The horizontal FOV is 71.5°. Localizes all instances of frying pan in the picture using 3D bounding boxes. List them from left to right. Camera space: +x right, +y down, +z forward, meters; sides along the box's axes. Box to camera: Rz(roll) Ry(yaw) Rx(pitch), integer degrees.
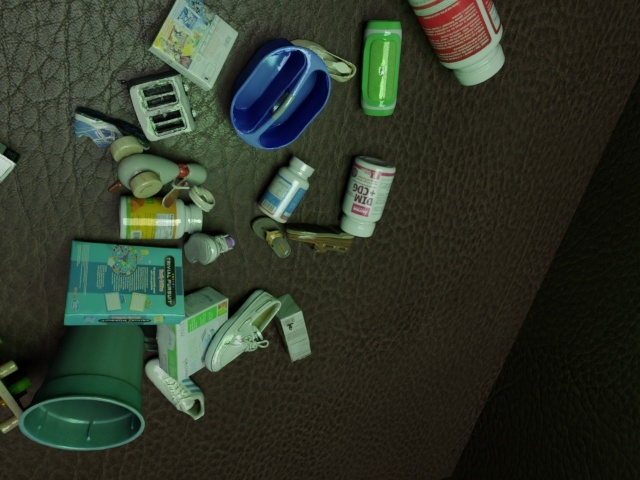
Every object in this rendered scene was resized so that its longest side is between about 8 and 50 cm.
[{"bbox_3d":[-0.663,0.332,1.631,0.326,0.053,0.197,-5,118,-22],"label":"frying pan"}]

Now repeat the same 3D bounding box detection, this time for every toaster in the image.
[{"bbox_3d":[-0.467,-0.396,1.298,0.185,0.110,0.168,-20,122,-16],"label":"toaster"}]

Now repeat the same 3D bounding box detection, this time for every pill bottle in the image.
[{"bbox_3d":[-0.514,-0.073,1.433,0.245,0.136,0.136,0,116,-27],"label":"pill bottle"},{"bbox_3d":[-0.117,-0.184,1.578,0.124,0.124,0.221,28,102,-35],"label":"pill bottle"},{"bbox_3d":[0.174,-0.168,1.708,0.160,0.160,0.283,2,115,-27],"label":"pill bottle"},{"bbox_3d":[0.470,-0.742,1.504,0.229,0.229,0.407,-44,126,1],"label":"pill bottle"}]

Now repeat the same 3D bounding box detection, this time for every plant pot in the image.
[{"bbox_3d":[-0.728,0.444,1.448,0.341,0.334,0.341,-5,133,-5],"label":"plant pot"}]

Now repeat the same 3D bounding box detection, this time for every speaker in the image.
[{"bbox_3d":[0.205,-0.587,1.520,0.131,0.131,0.296,-11,120,-21],"label":"speaker"}]

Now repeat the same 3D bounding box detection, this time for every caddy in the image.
[{"bbox_3d":[-0.128,-0.441,1.361,0.241,0.179,0.341,29,116,-35],"label":"caddy"}]

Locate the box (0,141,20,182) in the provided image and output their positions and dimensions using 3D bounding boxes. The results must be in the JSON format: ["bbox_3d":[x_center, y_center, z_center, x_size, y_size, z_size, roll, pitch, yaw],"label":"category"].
[{"bbox_3d":[-0.972,-0.240,1.145,0.169,0.087,0.290,-47,126,3],"label":"box"}]

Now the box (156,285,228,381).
[{"bbox_3d":[-0.469,0.337,1.634,0.231,0.127,0.262,-25,130,-49],"label":"box"}]

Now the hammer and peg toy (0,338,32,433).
[{"bbox_3d":[-1.019,0.397,1.379,0.127,0.266,0.361,-33,128,-35],"label":"hammer and peg toy"}]

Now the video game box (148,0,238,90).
[{"bbox_3d":[-0.353,-0.562,1.252,0.187,0.048,0.205,32,71,-37],"label":"video game box"}]

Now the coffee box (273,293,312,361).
[{"bbox_3d":[-0.125,0.367,1.864,0.098,0.141,0.246,-22,125,-16],"label":"coffee box"}]

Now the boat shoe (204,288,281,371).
[{"bbox_3d":[-0.270,0.358,1.685,0.367,0.156,0.136,-50,147,-32],"label":"boat shoe"}]

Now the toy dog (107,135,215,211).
[{"bbox_3d":[-0.493,-0.180,1.328,0.161,0.220,0.333,-32,150,21],"label":"toy dog"}]

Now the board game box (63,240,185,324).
[{"bbox_3d":[-0.618,0.140,1.425,0.336,0.254,0.079,6,145,-29],"label":"board game box"}]

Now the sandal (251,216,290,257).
[{"bbox_3d":[-0.177,-0.004,1.685,0.090,0.060,0.219,-35,126,-6],"label":"sandal"}]

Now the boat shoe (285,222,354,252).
[{"bbox_3d":[0.000,0.000,1.744,0.307,0.111,0.104,4,113,-28],"label":"boat shoe"}]

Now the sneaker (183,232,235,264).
[{"bbox_3d":[-0.351,0.009,1.491,0.161,0.282,0.102,-17,98,-28],"label":"sneaker"}]

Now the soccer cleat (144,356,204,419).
[{"bbox_3d":[-0.562,0.588,1.763,0.116,0.143,0.331,-36,126,-5],"label":"soccer cleat"}]

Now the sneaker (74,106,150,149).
[{"bbox_3d":[-0.608,-0.310,1.300,0.211,0.080,0.081,21,114,-21],"label":"sneaker"}]

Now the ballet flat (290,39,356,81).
[{"bbox_3d":[0.010,-0.586,1.450,0.248,0.086,0.086,10,111,-30],"label":"ballet flat"}]
